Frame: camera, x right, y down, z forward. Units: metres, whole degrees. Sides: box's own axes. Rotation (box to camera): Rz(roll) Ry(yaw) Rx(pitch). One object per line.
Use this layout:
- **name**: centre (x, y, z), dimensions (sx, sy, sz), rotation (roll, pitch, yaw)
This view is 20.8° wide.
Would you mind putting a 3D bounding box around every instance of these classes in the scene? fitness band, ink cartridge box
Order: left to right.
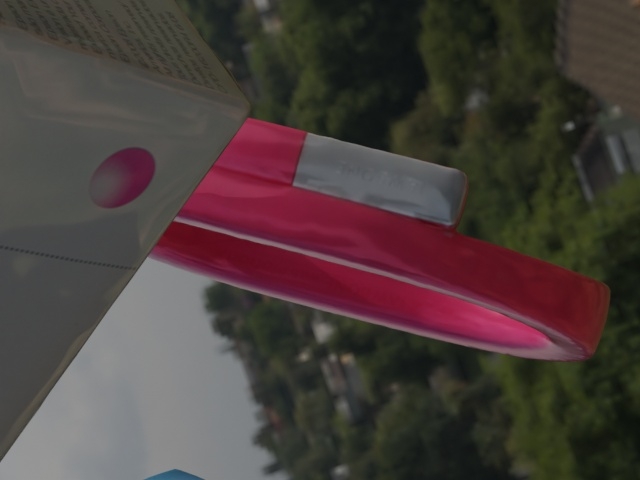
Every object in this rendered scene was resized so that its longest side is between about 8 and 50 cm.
- **ink cartridge box**: centre (-0.225, 0.040, 0.447), dimensions (0.330, 0.324, 0.071), rotation (12, -148, -49)
- **fitness band**: centre (0.000, 0.000, 0.863), dimensions (0.209, 0.290, 0.054), rotation (59, -133, -73)

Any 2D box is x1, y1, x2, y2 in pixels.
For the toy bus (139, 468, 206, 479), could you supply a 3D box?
- **toy bus**: centre (-0.026, 0.190, 0.600), dimensions (0.104, 0.191, 0.202), rotation (-13, -83, -52)
